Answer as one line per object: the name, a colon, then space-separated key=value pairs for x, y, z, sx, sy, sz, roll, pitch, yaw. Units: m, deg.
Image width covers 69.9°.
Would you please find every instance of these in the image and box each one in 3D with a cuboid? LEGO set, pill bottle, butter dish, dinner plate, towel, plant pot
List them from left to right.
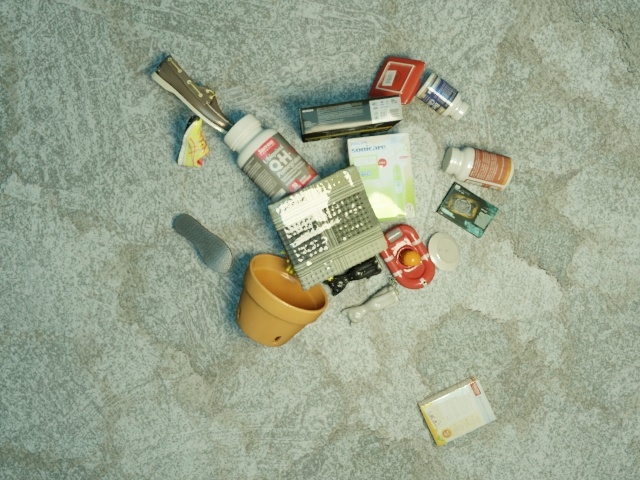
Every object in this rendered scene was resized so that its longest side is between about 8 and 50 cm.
pill bottle: x=-0.161 y=-0.255 z=1.508 sx=0.176 sy=0.176 sz=0.318 roll=-44 pitch=96 yaw=2
plant pot: x=-0.149 y=0.210 z=1.519 sx=0.290 sy=0.291 sz=0.204 roll=31 pitch=110 yaw=-5
towel: x=0.029 y=-0.041 z=1.464 sx=0.324 sy=0.056 sz=0.312 roll=-25 pitch=104 yaw=-8
LEGO set: x=0.262 y=0.150 z=1.596 sx=0.023 sy=0.054 sz=0.083 roll=-27 pitch=134 yaw=14
butter dish: x=0.270 y=-0.517 z=1.539 sx=0.159 sy=0.118 sz=0.160 roll=25 pitch=89 yaw=35
pill bottle: x=0.416 y=-0.482 z=1.554 sx=0.169 sy=0.094 sz=0.094 roll=35 pitch=93 yaw=-5
dinner plate: x=0.441 y=0.038 z=1.609 sx=0.141 sy=0.017 sz=0.141 roll=8 pitch=71 yaw=-22
pill bottle: x=0.536 y=-0.251 z=1.568 sx=0.216 sy=0.121 sz=0.121 roll=14 pitch=95 yaw=-4

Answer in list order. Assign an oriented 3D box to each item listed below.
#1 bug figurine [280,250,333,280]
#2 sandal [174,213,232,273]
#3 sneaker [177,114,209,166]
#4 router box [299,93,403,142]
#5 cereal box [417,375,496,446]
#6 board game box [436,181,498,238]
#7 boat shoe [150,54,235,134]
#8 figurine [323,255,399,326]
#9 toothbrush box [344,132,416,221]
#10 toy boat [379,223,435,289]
bug figurine: x=0.000 y=0.000 z=1.548 sx=0.216 sy=0.072 sz=0.279 roll=26 pitch=71 yaw=-13
sandal: x=-0.397 y=0.007 z=1.592 sx=0.097 sy=0.054 sz=0.254 roll=-42 pitch=86 yaw=-5
sneaker: x=-0.408 y=-0.323 z=1.510 sx=0.094 sy=0.208 sz=0.082 roll=17 pitch=50 yaw=-15
router box: x=0.087 y=-0.387 z=1.475 sx=0.308 sy=0.243 sz=0.081 roll=-9 pitch=96 yaw=-2
cereal box: x=0.501 y=0.628 z=1.687 sx=0.240 sy=0.047 sz=0.173 roll=-25 pitch=96 yaw=0
board game box: x=0.521 y=-0.107 z=1.628 sx=0.186 sy=0.026 sz=0.126 roll=31 pitch=94 yaw=-5
boat shoe: x=-0.405 y=-0.476 z=1.510 sx=0.324 sy=0.116 sz=0.097 roll=40 pitch=96 yaw=0
figurine: x=0.146 y=0.181 z=1.617 sx=0.209 sy=0.092 sz=0.215 roll=-28 pitch=97 yaw=8
toothbrush box: x=0.201 y=-0.208 z=1.558 sx=0.206 sy=0.122 sz=0.284 roll=-6 pitch=94 yaw=-1
toy boat: x=0.304 y=0.062 z=1.572 sx=0.151 sy=0.151 sz=0.231 roll=-32 pitch=96 yaw=1
